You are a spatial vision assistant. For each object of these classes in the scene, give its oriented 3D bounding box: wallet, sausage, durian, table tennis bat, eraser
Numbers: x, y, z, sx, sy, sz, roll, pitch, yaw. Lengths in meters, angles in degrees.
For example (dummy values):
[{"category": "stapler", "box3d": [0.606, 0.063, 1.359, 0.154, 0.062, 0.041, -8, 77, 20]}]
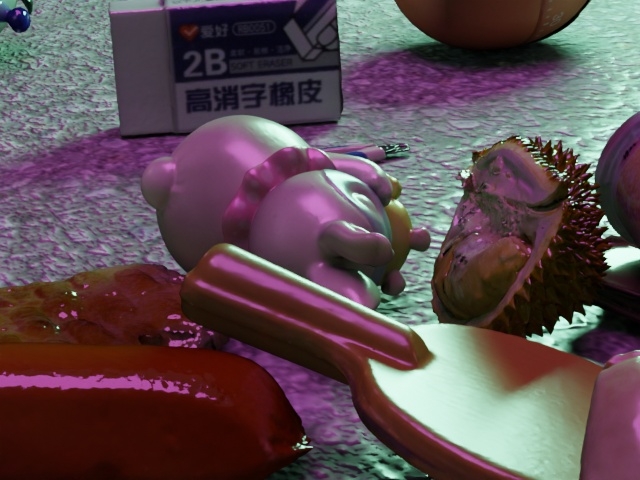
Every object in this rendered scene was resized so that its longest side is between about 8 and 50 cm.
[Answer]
[{"category": "wallet", "box3d": [0.249, 0.024, 1.280, 0.152, 0.039, 0.118, -21, 32, -40]}, {"category": "sausage", "box3d": [-0.180, 0.101, 1.036, 0.348, 0.094, 0.097, -3, 16, -3]}, {"category": "durian", "box3d": [0.130, -0.001, 1.237, 0.102, 0.146, 0.208, 26, 23, -23]}, {"category": "table tennis bat", "box3d": [0.068, 0.077, 1.039, 0.320, 0.050, 0.198, 22, 22, 14]}, {"category": "eraser", "box3d": [-0.088, -0.168, 1.733, 0.210, 0.125, 0.068, -5, 21, -6]}]

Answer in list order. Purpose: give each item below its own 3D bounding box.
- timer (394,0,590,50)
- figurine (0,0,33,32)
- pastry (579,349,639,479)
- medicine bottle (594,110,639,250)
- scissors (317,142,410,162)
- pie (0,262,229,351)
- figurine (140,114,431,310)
[{"category": "timer", "box3d": [0.183, -0.314, 1.954, 0.214, 0.230, 0.229, -15, 23, -22]}, {"category": "figurine", "box3d": [-0.491, -0.286, 2.038, 0.381, 0.186, 0.261, -3, 8, 17]}, {"category": "pastry", "box3d": [0.161, 0.127, 0.840, 0.092, 0.156, 0.156, -7, 19, 9]}, {"category": "medicine bottle", "box3d": [0.265, 0.045, 1.065, 0.108, 0.108, 0.426, -5, 26, -6]}, {"category": "scissors", "box3d": [0.025, -0.074, 1.619, 0.113, 0.012, 0.039, -10, 22, -21]}, {"category": "pie", "box3d": [-0.152, 0.061, 1.217, 0.195, 0.046, 0.195, -3, 18, 1]}, {"category": "figurine", "box3d": [0.000, 0.000, 1.258, 0.155, 0.127, 0.235, 28, -1, -44]}]
